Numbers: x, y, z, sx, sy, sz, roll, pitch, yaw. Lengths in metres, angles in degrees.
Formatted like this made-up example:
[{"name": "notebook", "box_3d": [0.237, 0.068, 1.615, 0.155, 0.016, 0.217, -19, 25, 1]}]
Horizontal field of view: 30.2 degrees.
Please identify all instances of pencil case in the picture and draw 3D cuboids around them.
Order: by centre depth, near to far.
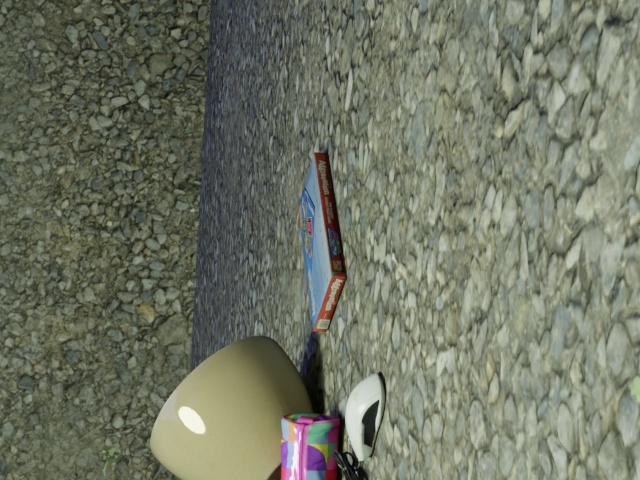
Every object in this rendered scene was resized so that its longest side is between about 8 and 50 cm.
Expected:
[{"name": "pencil case", "box_3d": [-0.019, 0.385, 1.830, 0.104, 0.104, 0.236, 155, 117, -75]}]

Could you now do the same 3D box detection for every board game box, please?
[{"name": "board game box", "box_3d": [0.000, 0.000, 2.007, 0.145, 0.027, 0.281, 110, 160, -46]}]

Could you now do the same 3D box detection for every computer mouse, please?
[{"name": "computer mouse", "box_3d": [0.051, 0.270, 1.676, 0.106, 0.042, 0.193, -107, 24, -59]}]

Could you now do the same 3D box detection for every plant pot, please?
[{"name": "plant pot", "box_3d": [-0.114, 0.329, 1.982, 0.191, 0.284, 0.284, 42, 138, 27]}]
